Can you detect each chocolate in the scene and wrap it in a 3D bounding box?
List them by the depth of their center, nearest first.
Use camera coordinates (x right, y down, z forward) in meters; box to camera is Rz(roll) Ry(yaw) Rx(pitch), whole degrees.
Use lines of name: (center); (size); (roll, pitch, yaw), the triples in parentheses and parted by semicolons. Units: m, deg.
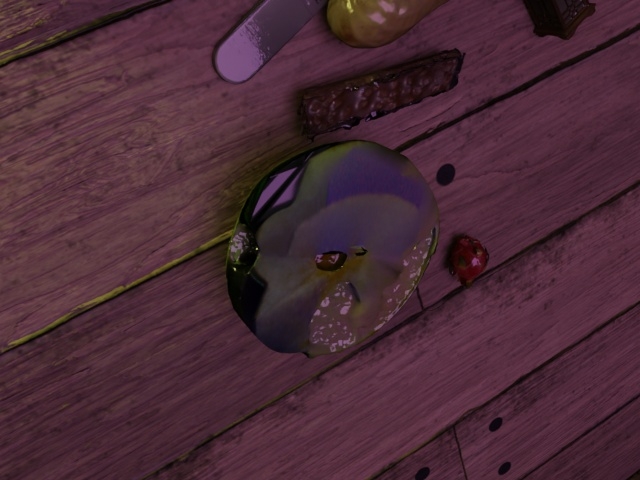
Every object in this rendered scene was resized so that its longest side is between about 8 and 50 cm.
chocolate: (0.106, -0.268, 1.050); (0.329, 0.065, 0.102); (-22, 153, -18)

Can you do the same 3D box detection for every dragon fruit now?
dragon fruit: (0.322, 0.049, 1.302); (0.086, 0.081, 0.116); (-4, 114, -38)

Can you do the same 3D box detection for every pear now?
pear: (0.002, 0.000, 1.056); (0.398, 0.165, 0.399); (-11, 117, -23)

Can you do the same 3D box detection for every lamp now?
lamp: (0.390, -0.519, 1.073); (0.090, 0.089, 0.325); (-46, 126, -3)

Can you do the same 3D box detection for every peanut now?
peanut: (0.151, -0.426, 0.955); (0.318, 0.147, 0.148); (-35, 124, -6)

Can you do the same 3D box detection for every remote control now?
remote control: (-0.074, -0.347, 0.946); (0.245, 0.022, 0.077); (-46, 127, -3)
